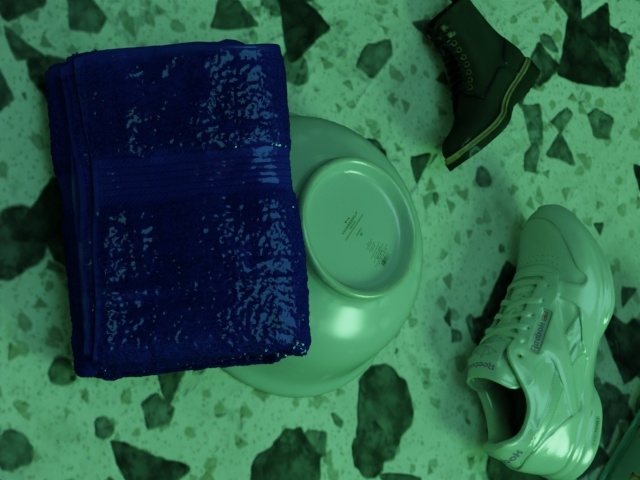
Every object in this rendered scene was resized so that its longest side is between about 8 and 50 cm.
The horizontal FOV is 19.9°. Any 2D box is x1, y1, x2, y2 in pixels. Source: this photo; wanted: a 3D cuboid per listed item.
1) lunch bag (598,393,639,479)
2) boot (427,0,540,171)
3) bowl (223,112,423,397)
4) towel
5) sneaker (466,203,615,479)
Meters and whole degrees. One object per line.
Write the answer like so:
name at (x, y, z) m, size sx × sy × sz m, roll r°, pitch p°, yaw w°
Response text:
lunch bag at (0.458, 0.262, 2.070) m, size 0.223 × 0.160 × 0.262 m, roll 40°, pitch 64°, yaw -21°
boot at (0.150, -0.177, 2.010) m, size 0.137 × 0.077 × 0.198 m, roll 47°, pitch 42°, yaw -12°
bowl at (0.000, 0.000, 1.808) m, size 0.298 × 0.134 × 0.298 m, roll 10°, pitch 73°, yaw -34°
towel at (-0.133, -0.033, 1.685) m, size 0.227 × 0.076 × 0.308 m, roll -7°, pitch 80°, yaw 1°
sneaker at (0.234, 0.102, 1.967) m, size 0.152 × 0.114 × 0.305 m, roll 14°, pitch 71°, yaw -35°
